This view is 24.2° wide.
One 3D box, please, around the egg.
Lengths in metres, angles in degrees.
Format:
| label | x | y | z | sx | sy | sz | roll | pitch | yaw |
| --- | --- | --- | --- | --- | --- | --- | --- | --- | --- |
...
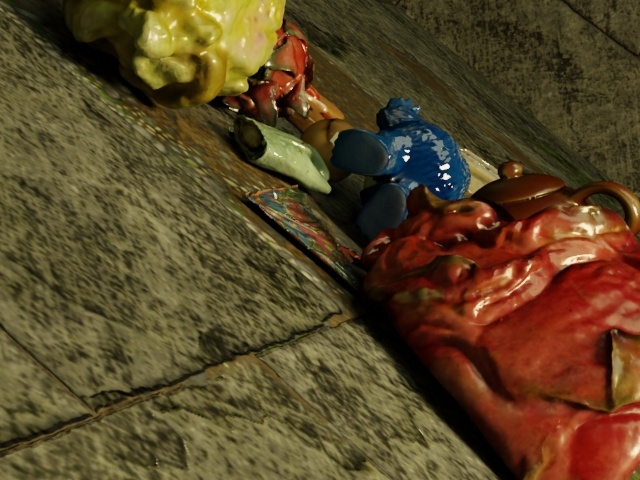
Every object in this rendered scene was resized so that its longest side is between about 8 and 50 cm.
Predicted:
| label | x | y | z | sx | sy | sz | roll | pitch | yaw |
| --- | --- | --- | --- | --- | --- | --- | --- | --- | --- |
| egg | 0.009 | -0.097 | 1.647 | 0.071 | 0.071 | 0.083 | 37 | 26 | -4 |

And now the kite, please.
| label | x | y | z | sx | sy | sz | roll | pitch | yaw |
| --- | --- | --- | --- | --- | --- | --- | --- | --- | --- |
| kite | 0.000 | 0.000 | 1.448 | 0.189 | 0.009 | 0.232 | 29 | 18 | -34 |

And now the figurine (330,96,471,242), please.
| label | x | y | z | sx | sy | sz | roll | pitch | yaw |
| --- | --- | --- | --- | --- | --- | --- | --- | --- | --- |
| figurine | 0.112 | -0.070 | 1.633 | 0.262 | 0.121 | 0.164 | -39 | 115 | -64 |

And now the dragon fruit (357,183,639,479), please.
| label | x | y | z | sx | sy | sz | roll | pitch | yaw |
| --- | --- | --- | --- | --- | --- | --- | --- | --- | --- |
| dragon fruit | 0.200 | 0.050 | 1.329 | 0.329 | 0.228 | 0.286 | 44 | 18 | 9 |

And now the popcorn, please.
| label | x | y | z | sx | sy | sz | roll | pitch | yaw |
| --- | --- | --- | --- | --- | --- | --- | --- | --- | --- |
| popcorn | -0.151 | -0.250 | 1.491 | 0.212 | 0.259 | 0.259 | 17 | 4 | 29 |

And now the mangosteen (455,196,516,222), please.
| label | x | y | z | sx | sy | sz | roll | pitch | yaw |
| --- | --- | --- | --- | --- | --- | --- | --- | --- | --- |
| mangosteen | 0.142 | 0.020 | 1.527 | 0.140 | 0.140 | 0.140 | 35 | 15 | -11 |

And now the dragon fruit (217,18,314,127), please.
| label | x | y | z | sx | sy | sz | roll | pitch | yaw |
| --- | --- | --- | --- | --- | --- | --- | --- | --- | --- |
| dragon fruit | -0.074 | -0.192 | 1.676 | 0.142 | 0.130 | 0.121 | -107 | 175 | -68 |

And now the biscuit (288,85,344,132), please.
| label | x | y | z | sx | sy | sz | roll | pitch | yaw |
| --- | --- | --- | --- | --- | --- | --- | --- | --- | --- |
| biscuit | -0.036 | -0.197 | 1.911 | 0.165 | 0.036 | 0.250 | 27 | 18 | -33 |

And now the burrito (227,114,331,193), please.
| label | x | y | z | sx | sy | sz | roll | pitch | yaw |
| --- | --- | --- | --- | --- | --- | --- | --- | --- | --- |
| burrito | -0.038 | -0.089 | 1.569 | 0.118 | 0.044 | 0.074 | 22 | 17 | -35 |

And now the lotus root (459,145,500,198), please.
| label | x | y | z | sx | sy | sz | roll | pitch | yaw |
| --- | --- | --- | --- | --- | --- | --- | --- | --- | --- |
| lotus root | 0.211 | -0.025 | 1.907 | 0.329 | 0.078 | 0.167 | 34 | 32 | -22 |

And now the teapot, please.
| label | x | y | z | sx | sy | sz | roll | pitch | yaw |
| --- | --- | --- | --- | --- | --- | --- | --- | --- | --- |
| teapot | 0.247 | -0.028 | 1.711 | 0.178 | 0.252 | 0.135 | -31 | 108 | -52 |
